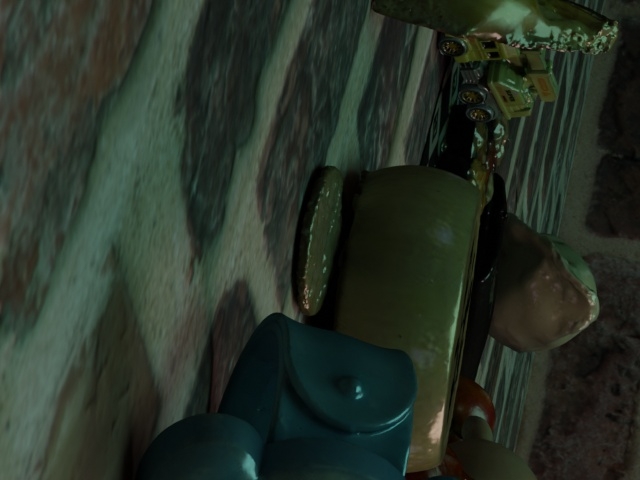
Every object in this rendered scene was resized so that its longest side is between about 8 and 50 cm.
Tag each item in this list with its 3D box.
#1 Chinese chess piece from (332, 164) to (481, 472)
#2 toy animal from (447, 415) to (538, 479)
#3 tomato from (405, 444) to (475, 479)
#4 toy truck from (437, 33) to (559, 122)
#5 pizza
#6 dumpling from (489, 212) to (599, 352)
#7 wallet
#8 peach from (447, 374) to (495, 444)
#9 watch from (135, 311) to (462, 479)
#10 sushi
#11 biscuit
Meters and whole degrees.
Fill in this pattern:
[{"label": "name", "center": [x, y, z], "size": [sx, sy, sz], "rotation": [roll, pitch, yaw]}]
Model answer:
[{"label": "Chinese chess piece", "center": [0.068, 0.065, 1.618], "size": [0.257, 0.104, 0.257], "rotation": [8, 90, -84]}, {"label": "toy animal", "center": [0.137, 0.347, 2.008], "size": [0.247, 0.278, 0.345], "rotation": [59, 19, -27]}, {"label": "tomato", "center": [0.093, 0.279, 1.800], "size": [0.151, 0.187, 0.187], "rotation": [-45, -177, 21]}, {"label": "toy truck", "center": [0.191, -0.193, 2.033], "size": [0.169, 0.100, 0.077], "rotation": [62, 35, -50]}, {"label": "pizza", "center": [0.151, -0.214, 1.644], "size": [0.188, 0.204, 0.080], "rotation": [-36, 144, -67]}, {"label": "dumpling", "center": [0.271, 0.049, 2.537], "size": [0.258, 0.147, 0.193], "rotation": [6, -61, 63]}, {"label": "wallet", "center": [0.193, 0.079, 2.392], "size": [0.321, 0.044, 0.170], "rotation": [97, 7, -51]}, {"label": "peach", "center": [0.156, 0.201, 2.255], "size": [0.101, 0.101, 0.100], "rotation": [9, 90, -79]}, {"label": "watch", "center": [-0.016, 0.150, 1.167], "size": [0.193, 0.211, 0.211], "rotation": [-100, -168, -63]}, {"label": "sushi", "center": [0.166, -0.088, 2.168], "size": [0.292, 0.059, 0.294], "rotation": [82, 20, -55]}, {"label": "biscuit", "center": [0.000, 0.000, 1.482], "size": [0.120, 0.015, 0.120], "rotation": [9, 90, -79]}]
